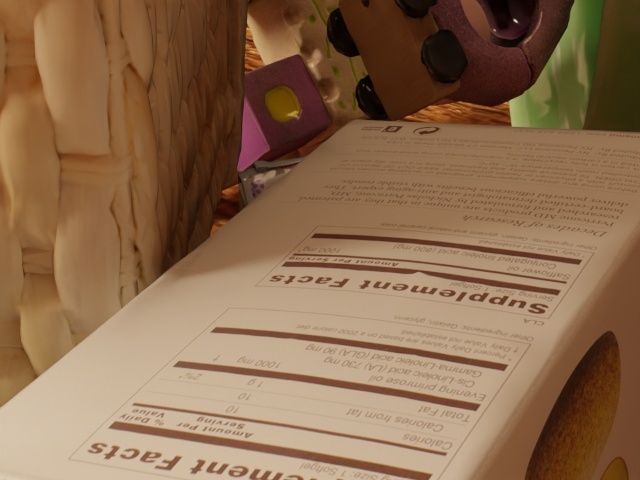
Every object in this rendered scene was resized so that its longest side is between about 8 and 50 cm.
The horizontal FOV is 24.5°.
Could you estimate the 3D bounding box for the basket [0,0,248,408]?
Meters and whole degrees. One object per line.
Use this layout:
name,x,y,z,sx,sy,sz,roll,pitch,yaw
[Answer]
basket,-0.198,-0.124,0.520,0.328,0.331,0.266,2,29,2

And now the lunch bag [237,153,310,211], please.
lunch bag,0.000,0.000,0.683,0.071,0.083,0.053,-10,23,-10

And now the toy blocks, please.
toy blocks,0.026,-0.198,0.784,0.260,0.289,0.309,-24,2,-30

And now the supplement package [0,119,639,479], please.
supplement package,0.024,0.070,0.448,0.134,0.139,0.244,5,27,27

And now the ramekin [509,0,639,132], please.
ramekin,0.188,-0.156,0.739,0.148,0.303,0.303,1,23,-1
